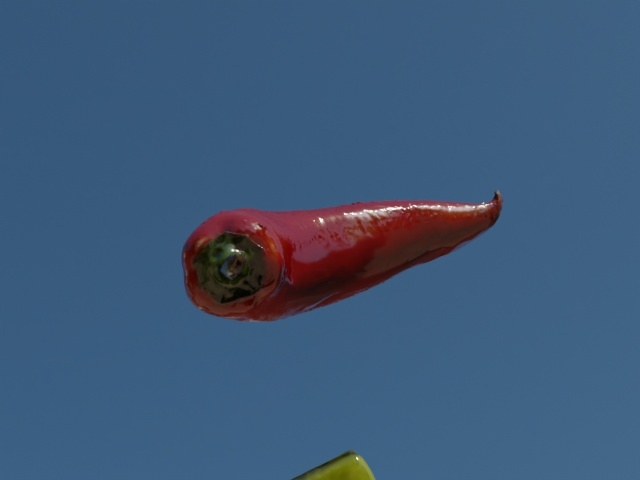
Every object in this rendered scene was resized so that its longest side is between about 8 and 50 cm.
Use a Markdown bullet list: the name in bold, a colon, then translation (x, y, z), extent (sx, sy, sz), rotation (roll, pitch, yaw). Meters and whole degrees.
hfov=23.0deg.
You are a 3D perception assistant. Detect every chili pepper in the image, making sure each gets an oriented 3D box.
- **chili pepper**: translation (-0.002, 0.002, 1.227), extent (0.137, 0.092, 0.368), rotation (-29, -7, 35)

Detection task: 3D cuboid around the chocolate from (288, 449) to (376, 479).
- **chocolate**: translation (-0.035, 0.314, 0.870), extent (0.288, 0.301, 0.137), rotation (-27, -15, 1)
